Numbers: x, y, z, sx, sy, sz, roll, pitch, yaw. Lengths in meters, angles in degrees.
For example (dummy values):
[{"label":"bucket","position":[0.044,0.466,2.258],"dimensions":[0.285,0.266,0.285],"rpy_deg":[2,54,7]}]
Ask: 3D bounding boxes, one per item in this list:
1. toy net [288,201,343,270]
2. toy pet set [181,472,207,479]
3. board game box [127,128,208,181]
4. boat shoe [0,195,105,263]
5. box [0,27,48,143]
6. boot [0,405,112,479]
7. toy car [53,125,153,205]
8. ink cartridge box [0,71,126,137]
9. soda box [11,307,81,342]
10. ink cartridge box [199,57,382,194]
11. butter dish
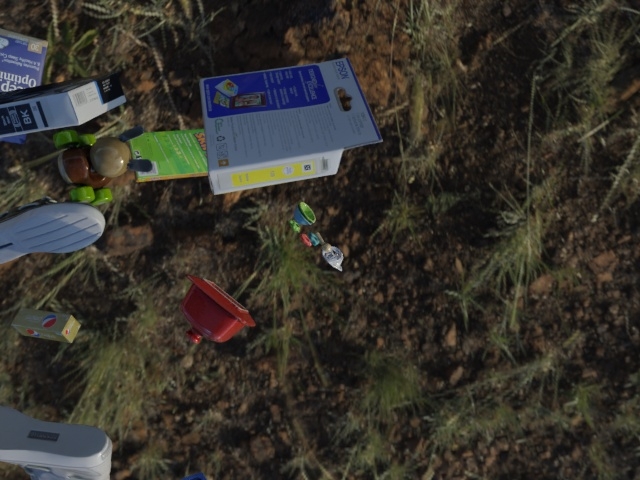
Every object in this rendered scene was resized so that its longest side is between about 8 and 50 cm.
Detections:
[{"label":"toy net","position":[0.000,0.000,2.038],"dimensions":[0.045,0.122,0.232],"rpy_deg":[-36,109,17]},{"label":"toy pet set","position":[-0.256,0.522,1.434],"dimensions":[0.122,0.065,0.114],"rpy_deg":[10,117,12]},{"label":"board game box","position":[-0.364,-0.226,1.885],"dimensions":[0.259,0.124,0.039],"rpy_deg":[-9,167,-26]},{"label":"boat shoe","position":[-0.609,-0.043,1.564],"dimensions":[0.335,0.119,0.121],"rpy_deg":[-9,134,18]},{"label":"box","position":[-0.649,-0.316,1.486],"dimensions":[0.136,0.036,0.225],"rpy_deg":[6,100,-44]},{"label":"boot","position":[-0.458,0.345,1.141],"dimensions":[0.258,0.095,0.123],"rpy_deg":[11,122,3]},{"label":"toy car","position":[-0.454,-0.176,1.564],"dimensions":[0.188,0.149,0.155],"rpy_deg":[-17,88,12]},{"label":"ink cartridge box","position":[-0.534,-0.232,1.293],"dimensions":[0.333,0.165,0.065],"rpy_deg":[-7,113,18]},{"label":"soda box","position":[-0.774,0.238,2.036],"dimensions":[0.181,0.061,0.058],"rpy_deg":[6,145,20]},{"label":"ink cartridge box","position":[-0.066,-0.225,1.363],"dimensions":[0.307,0.303,0.072],"rpy_deg":[-8,133,-6]},{"label":"butter dish","position":[-0.228,0.157,1.471],"dimensions":[0.160,0.160,0.118],"rpy_deg":[37,85,8]}]
